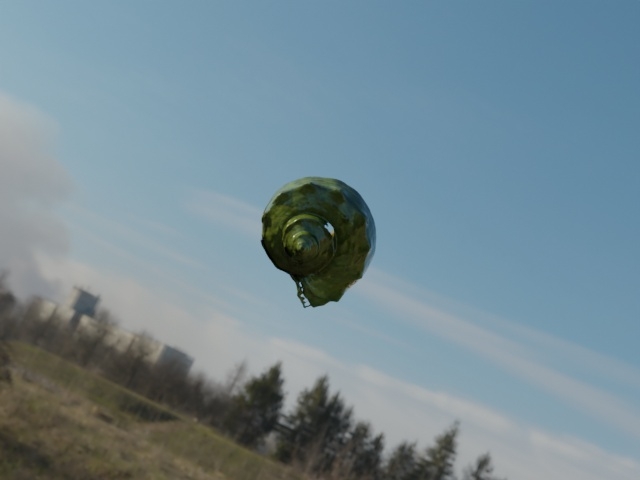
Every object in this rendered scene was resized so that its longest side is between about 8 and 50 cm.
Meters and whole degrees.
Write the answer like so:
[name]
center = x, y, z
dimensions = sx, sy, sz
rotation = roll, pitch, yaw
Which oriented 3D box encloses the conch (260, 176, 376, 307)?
[conch]
center = 0.000, 0.000, 0.673
dimensions = 0.074, 0.089, 0.121
rotation = 8, 11, 10
